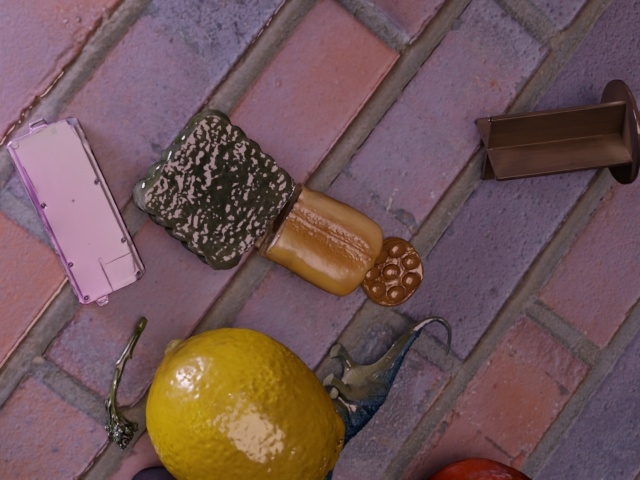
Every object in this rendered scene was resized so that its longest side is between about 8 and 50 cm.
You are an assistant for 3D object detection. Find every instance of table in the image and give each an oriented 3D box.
[{"bbox_3d":[0.365,-0.156,2.020,0.226,0.167,0.167,-8,95,-7],"label":"table"}]

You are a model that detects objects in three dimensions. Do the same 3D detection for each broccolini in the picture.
[{"bbox_3d":[-0.287,0.207,1.890,0.052,0.054,0.194,6,89,2],"label":"broccolini"}]

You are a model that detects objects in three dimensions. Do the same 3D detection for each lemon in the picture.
[{"bbox_3d":[-0.106,0.262,1.837,0.245,0.245,0.320,-44,90,-10],"label":"lemon"}]

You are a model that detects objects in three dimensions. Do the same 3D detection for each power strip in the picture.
[{"bbox_3d":[-0.349,-0.043,1.858,0.109,0.037,0.279,-26,99,-15],"label":"power strip"}]

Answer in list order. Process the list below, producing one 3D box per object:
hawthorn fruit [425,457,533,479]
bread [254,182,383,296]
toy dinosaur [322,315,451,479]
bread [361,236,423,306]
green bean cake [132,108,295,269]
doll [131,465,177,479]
[{"bbox_3d":[0.213,0.448,1.945,0.271,0.242,0.242,6,91,-30],"label":"hawthorn fruit"},{"bbox_3d":[-0.001,0.001,1.940,0.173,0.085,0.134,31,75,-13],"label":"bread"},{"bbox_3d":[0.048,0.240,1.977,0.147,0.076,0.363,37,87,-25],"label":"toy dinosaur"},{"bbox_3d":[0.110,0.049,2.009,0.110,0.024,0.110,-1,94,-17],"label":"bread"},{"bbox_3d":[-0.156,-0.072,1.885,0.185,0.094,0.183,40,81,-14],"label":"green bean cake"},{"bbox_3d":[-0.260,0.439,1.862,0.234,0.135,0.143,-41,101,-7],"label":"doll"}]
